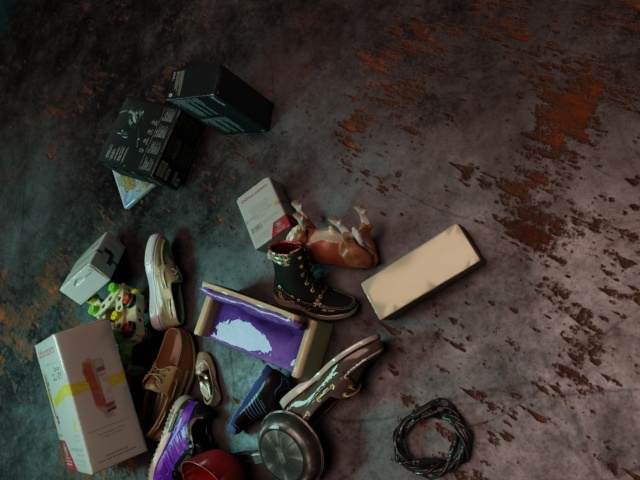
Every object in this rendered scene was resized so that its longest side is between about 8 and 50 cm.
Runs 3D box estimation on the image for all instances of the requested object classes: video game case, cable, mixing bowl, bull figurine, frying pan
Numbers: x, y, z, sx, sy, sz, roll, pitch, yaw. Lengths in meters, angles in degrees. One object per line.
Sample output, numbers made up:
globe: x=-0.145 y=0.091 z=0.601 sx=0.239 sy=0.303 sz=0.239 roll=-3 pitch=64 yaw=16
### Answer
video game case: x=-0.641 y=-0.245 z=1.951 sx=0.193 sy=0.023 sz=0.212 roll=-36 pitch=62 yaw=18
cable: x=0.245 y=0.450 z=1.244 sx=0.184 sy=0.047 sz=0.151 roll=-39 pitch=66 yaw=14
mixing bowl: x=-0.261 y=0.610 z=1.442 sx=0.181 sy=0.098 sz=0.181 roll=19 pitch=125 yaw=29
bull figurine: x=0.000 y=0.000 z=1.443 sx=0.310 sy=0.188 sz=0.101 roll=2 pitch=36 yaw=23
frying pan: x=-0.134 y=0.511 z=1.394 sx=0.326 sy=0.053 sz=0.197 roll=2 pitch=100 yaw=33

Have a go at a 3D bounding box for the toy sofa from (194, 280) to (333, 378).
toy sofa: x=-0.167 y=0.230 z=1.460 sx=0.362 sy=0.177 sz=0.150 roll=15 pitch=85 yaw=31

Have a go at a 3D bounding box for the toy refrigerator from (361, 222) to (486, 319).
toy refrigerator: x=0.242 y=0.078 z=1.312 sx=0.269 sy=0.094 sz=0.102 roll=-35 pitch=69 yaw=19

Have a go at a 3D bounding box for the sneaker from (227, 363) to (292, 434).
sneaker: x=-0.160 y=0.434 z=1.459 sx=0.090 sy=0.081 sz=0.232 roll=33 pitch=110 yaw=4

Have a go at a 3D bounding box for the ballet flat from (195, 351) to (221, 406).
ballet flat: x=-0.324 y=0.388 z=1.583 sx=0.057 sy=0.052 sz=0.168 roll=-36 pitch=62 yaw=18

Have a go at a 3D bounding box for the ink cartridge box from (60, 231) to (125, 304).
ink cartridge box: x=-0.740 y=0.089 z=1.825 sx=0.153 sy=0.087 sz=0.208 roll=-37 pitch=25 yaw=17

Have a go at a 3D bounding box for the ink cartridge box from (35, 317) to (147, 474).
ink cartridge box: x=-0.664 y=0.441 z=1.593 sx=0.279 sy=0.160 sz=0.385 roll=-24 pitch=82 yaw=51

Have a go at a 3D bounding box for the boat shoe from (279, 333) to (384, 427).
boat shoe: x=0.040 y=0.346 z=1.348 sx=0.324 sy=0.116 sz=0.097 roll=-42 pitch=65 yaw=19

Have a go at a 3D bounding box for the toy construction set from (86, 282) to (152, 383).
toy construction set: x=-0.618 y=0.272 z=1.726 sx=0.215 sy=0.151 sz=0.328 roll=-32 pitch=63 yaw=20

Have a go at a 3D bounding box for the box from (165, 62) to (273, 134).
box: x=-0.290 y=-0.409 z=1.648 sx=0.184 sy=0.261 sz=0.103 roll=6 pitch=80 yaw=31

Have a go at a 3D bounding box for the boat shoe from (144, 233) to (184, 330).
boat shoe: x=-0.471 y=0.124 z=1.722 sx=0.094 sy=0.109 sz=0.302 roll=-9 pitch=81 yaw=12

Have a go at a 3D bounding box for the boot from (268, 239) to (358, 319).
boot: x=-0.024 y=0.099 z=1.401 sx=0.236 sy=0.085 sz=0.179 roll=10 pitch=127 yaw=25

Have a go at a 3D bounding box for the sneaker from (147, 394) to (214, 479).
sneaker: x=-0.368 y=0.587 z=1.527 sx=0.146 sy=0.102 sz=0.293 roll=10 pitch=82 yaw=31

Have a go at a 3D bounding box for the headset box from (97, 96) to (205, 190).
headset box: x=-0.564 y=-0.321 z=1.840 sx=0.283 sy=0.131 sz=0.246 roll=16 pitch=80 yaw=28

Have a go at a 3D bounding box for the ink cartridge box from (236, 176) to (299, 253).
ink cartridge box: x=-0.146 y=-0.071 z=1.586 sx=0.127 sy=0.072 sz=0.175 roll=-34 pitch=63 yaw=19

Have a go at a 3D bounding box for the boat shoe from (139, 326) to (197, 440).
boat shoe: x=-0.444 y=0.413 z=1.606 sx=0.122 sy=0.120 sz=0.324 roll=-2 pitch=76 yaw=30
